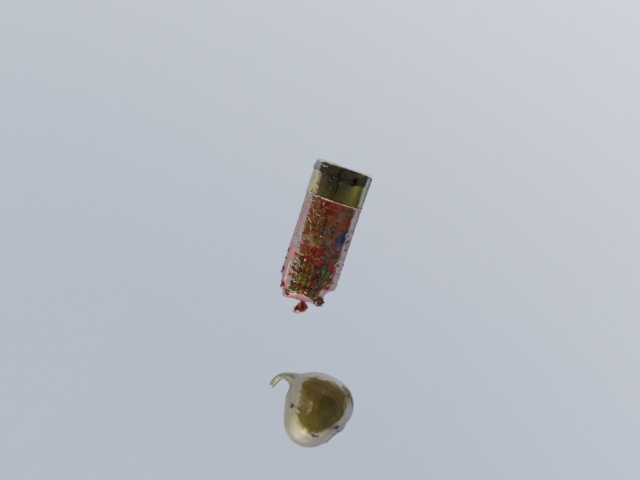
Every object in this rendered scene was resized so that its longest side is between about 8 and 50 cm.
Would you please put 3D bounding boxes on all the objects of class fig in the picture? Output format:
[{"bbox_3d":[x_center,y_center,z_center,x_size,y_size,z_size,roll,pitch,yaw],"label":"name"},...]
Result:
[{"bbox_3d":[-0.010,0.185,0.996,0.082,0.084,0.098,-23,-107,-47],"label":"fig"}]

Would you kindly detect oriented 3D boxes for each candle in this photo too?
[{"bbox_3d":[0.000,0.000,0.718,0.052,0.052,0.130,18,-83,-8],"label":"candle"}]
